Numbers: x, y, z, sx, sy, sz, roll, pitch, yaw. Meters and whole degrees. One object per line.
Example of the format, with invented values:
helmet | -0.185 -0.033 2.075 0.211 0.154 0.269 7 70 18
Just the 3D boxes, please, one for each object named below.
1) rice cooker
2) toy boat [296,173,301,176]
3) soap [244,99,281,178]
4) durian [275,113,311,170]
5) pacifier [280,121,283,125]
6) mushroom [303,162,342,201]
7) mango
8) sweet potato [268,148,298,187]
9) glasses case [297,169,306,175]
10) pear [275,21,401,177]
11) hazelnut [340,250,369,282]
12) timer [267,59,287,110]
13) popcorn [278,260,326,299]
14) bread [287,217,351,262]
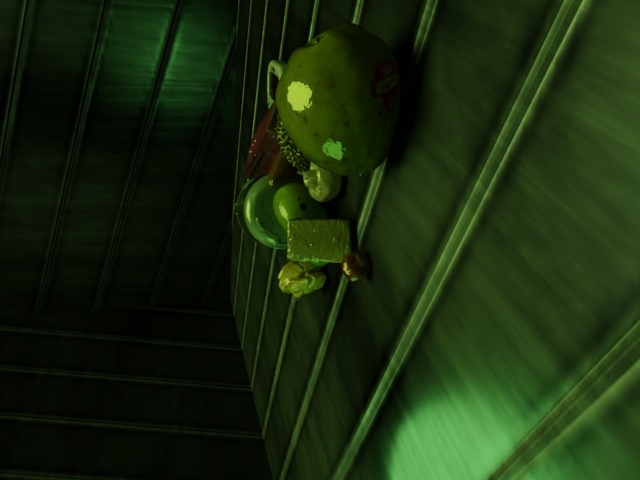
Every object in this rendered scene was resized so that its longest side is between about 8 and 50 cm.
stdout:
rice cooker | -0.151 -0.107 2.009 0.277 0.288 0.288 -169 76 -74
toy boat | -0.106 -0.333 2.175 0.084 0.066 0.210 9 93 39
soap | -0.175 -0.367 2.097 0.325 0.127 0.220 142 142 -60
durian | -0.024 -0.324 1.778 0.138 0.237 0.193 -7 61 33
pacifier | 0.028 -0.369 1.561 0.287 0.238 0.225 -29 96 44
mushroom | 0.007 -0.191 1.723 0.148 0.112 0.148 168 90 -73
mango | -0.044 -0.054 1.798 0.143 0.175 0.293 -36 77 33
sweet potato | -0.110 -0.253 1.848 0.097 0.097 0.251 108 -172 -51
glasses case | -0.053 -0.262 1.971 0.204 0.081 0.051 -129 37 -66
pear | 0.052 -0.299 1.290 0.287 0.287 0.375 -118 6 -55
hazelnut | 0.096 0.071 1.545 0.086 0.086 0.086 177 90 -74
timer | -0.150 -0.581 2.224 0.262 0.087 0.237 -124 34 -59
popcorn | -0.061 0.126 1.941 0.148 0.167 0.152 -47 -57 -61
bread | 0.000 0.000 1.661 0.102 0.196 0.138 -46 -45 -76
